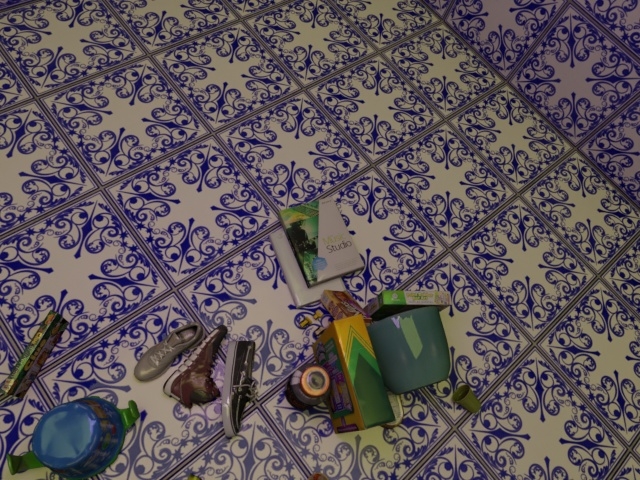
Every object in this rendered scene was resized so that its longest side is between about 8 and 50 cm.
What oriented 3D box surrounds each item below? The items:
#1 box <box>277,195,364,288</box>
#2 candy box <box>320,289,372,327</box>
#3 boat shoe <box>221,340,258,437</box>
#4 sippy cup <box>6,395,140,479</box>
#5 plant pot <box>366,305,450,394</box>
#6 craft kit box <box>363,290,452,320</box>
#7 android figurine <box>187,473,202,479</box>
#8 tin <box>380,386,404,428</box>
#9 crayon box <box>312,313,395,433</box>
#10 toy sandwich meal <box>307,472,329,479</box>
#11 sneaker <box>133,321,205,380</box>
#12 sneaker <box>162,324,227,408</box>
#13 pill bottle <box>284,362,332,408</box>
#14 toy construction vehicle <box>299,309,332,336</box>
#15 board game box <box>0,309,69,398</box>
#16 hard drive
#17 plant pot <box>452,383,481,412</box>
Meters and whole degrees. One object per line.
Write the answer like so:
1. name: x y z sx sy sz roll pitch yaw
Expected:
1. box: 0.000 0.000 1.772 0.233 0.058 0.321 -18 70 -20
2. candy box: 0.089 0.248 1.652 0.109 0.053 0.187 10 20 -31
3. boat shoe: -0.256 0.479 1.509 0.105 0.113 0.306 -2 56 2
4. sippy cup: -0.697 0.557 1.313 0.240 0.224 0.305 31 62 2
5. plant pot: 0.304 0.387 1.569 0.294 0.293 0.234 -10 66 -17
6. craft kit box: 0.306 0.241 1.669 0.250 0.246 0.060 2 64 -11
7. android figurine: -0.390 0.837 1.328 0.249 0.056 0.272 29 61 -9
8. tin: 0.232 0.562 1.623 0.106 0.040 0.189 -5 67 -19
9. crayon box: 0.089 0.436 1.465 0.106 0.363 0.312 -9 68 -16
10. toy sandwich meal: -0.005 0.787 1.468 0.086 0.029 0.085 5 65 -10
11. sneaker: -0.499 0.351 1.509 0.099 0.121 0.262 45 65 10
12. sneaker: -0.368 0.428 1.524 0.163 0.106 0.281 40 74 2
13. pill bottle: -0.038 0.470 1.486 0.131 0.245 0.130 5 64 -10
14. toy construction vehicle: -0.018 0.308 1.689 0.086 0.035 0.098 41 61 20
15. board game box: -0.875 0.351 1.418 0.031 0.136 0.259 21 64 -1
16. hard drive: -0.052 0.089 1.776 0.203 0.040 0.307 -17 71 -19
17. plant pot: 0.535 0.578 1.663 0.079 0.083 0.083 45 64 -3
